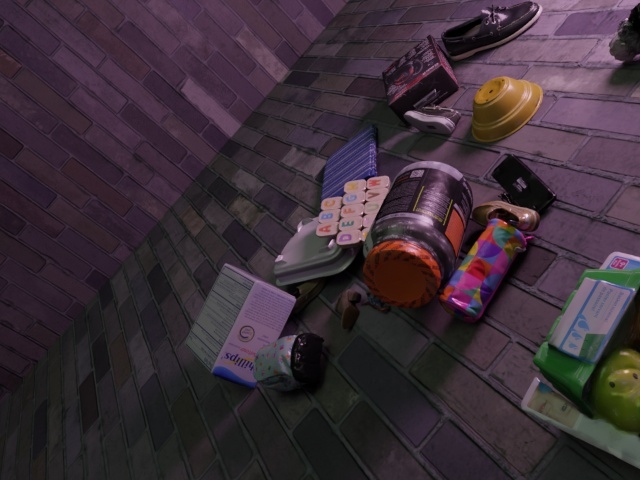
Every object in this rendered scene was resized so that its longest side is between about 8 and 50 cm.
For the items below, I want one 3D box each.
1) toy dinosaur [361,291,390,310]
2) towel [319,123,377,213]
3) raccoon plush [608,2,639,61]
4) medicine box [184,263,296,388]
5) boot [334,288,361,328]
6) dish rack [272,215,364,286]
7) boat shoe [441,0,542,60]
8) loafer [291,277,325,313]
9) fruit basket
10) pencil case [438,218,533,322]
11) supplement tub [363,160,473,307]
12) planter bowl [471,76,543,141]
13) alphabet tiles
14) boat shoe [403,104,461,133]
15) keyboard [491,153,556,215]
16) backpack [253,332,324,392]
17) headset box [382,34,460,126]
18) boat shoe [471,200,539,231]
[{"bbox_3d":[0.146,0.161,1.574,0.082,0.047,0.090,-108,30,-49],"label":"toy dinosaur"},{"bbox_3d":[0.101,-0.245,2.137,0.243,0.040,0.336,-33,29,29],"label":"towel"},{"bbox_3d":[0.825,-0.426,1.263,0.446,0.216,0.299,122,157,-58],"label":"raccoon plush"},{"bbox_3d":[-0.242,0.244,1.829,0.263,0.149,0.289,19,82,60],"label":"medicine box"},{"bbox_3d":[0.065,0.183,1.645,0.087,0.042,0.118,-14,42,56],"label":"boot"},{"bbox_3d":[0.000,0.000,1.885,0.332,0.072,0.286,-17,33,45],"label":"dish rack"},{"bbox_3d":[0.534,-0.695,1.993,0.340,0.113,0.127,-9,47,50],"label":"boat shoe"},{"bbox_3d":[-0.043,0.149,1.820,0.148,0.050,0.056,-50,28,-3],"label":"loafer"},{"bbox_3d":[0.509,0.175,0.896,0.327,0.165,0.353,-55,32,-11],"label":"fruit basket"},{"bbox_3d":[0.350,0.063,1.325,0.236,0.104,0.104,-54,28,-8],"label":"pencil case"},{"bbox_3d":[0.222,-0.017,1.416,0.207,0.207,0.338,-24,23,38],"label":"supplement tub"},{"bbox_3d":[0.485,-0.380,1.695,0.217,0.090,0.217,-35,31,25],"label":"planter bowl"},{"bbox_3d":[0.126,-0.087,1.783,0.277,0.021,0.284,-7,42,16],"label":"alphabet tiles"},{"bbox_3d":[0.346,-0.377,1.911,0.070,0.078,0.219,-53,36,-7],"label":"boat shoe"},{"bbox_3d":[0.467,-0.116,1.447,0.100,0.038,0.192,-44,39,17],"label":"keyboard"},{"bbox_3d":[-0.086,0.318,1.602,0.182,0.115,0.152,-28,37,38],"label":"backpack"},{"bbox_3d":[0.331,-0.532,2.080,0.218,0.110,0.293,-35,31,24],"label":"headset box"},{"bbox_3d":[0.401,-0.057,1.403,0.190,0.072,0.068,7,96,62],"label":"boat shoe"}]
